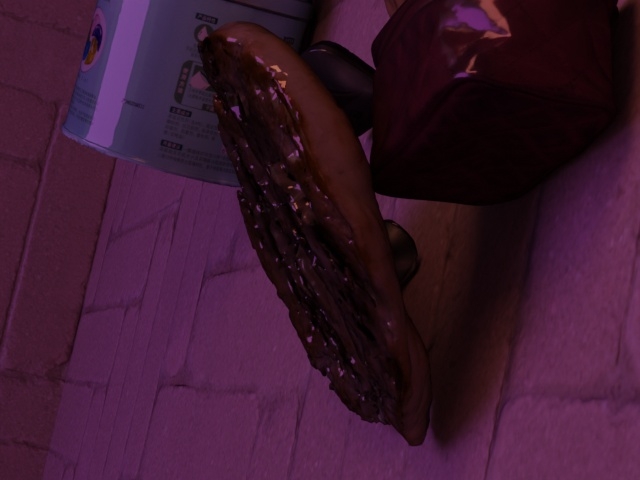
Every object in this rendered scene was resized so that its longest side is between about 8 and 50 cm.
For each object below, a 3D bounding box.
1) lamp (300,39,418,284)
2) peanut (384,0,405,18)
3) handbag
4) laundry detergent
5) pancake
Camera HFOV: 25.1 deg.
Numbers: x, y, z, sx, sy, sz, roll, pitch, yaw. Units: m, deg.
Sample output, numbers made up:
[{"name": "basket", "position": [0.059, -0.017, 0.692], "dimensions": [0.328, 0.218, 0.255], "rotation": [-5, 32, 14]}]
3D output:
[{"name": "lamp", "position": [0.023, -0.069, 1.417], "dimensions": [0.203, 0.124, 0.283], "rotation": [-35, 45, 52]}, {"name": "peanut", "position": [0.150, -0.269, 1.122], "dimensions": [0.313, 0.149, 0.149], "rotation": [-55, 24, 35]}, {"name": "handbag", "position": [0.123, -0.119, 1.059], "dimensions": [0.225, 0.146, 0.135], "rotation": [132, 146, -62]}, {"name": "laundry detergent", "position": [-0.170, -0.256, 1.928], "dimensions": [0.287, 0.287, 0.305], "rotation": [-134, 60, -72]}, {"name": "pancake", "position": [-0.001, 0.001, 1.204], "dimensions": [0.382, 0.071, 0.382], "rotation": [62, 171, 18]}]
